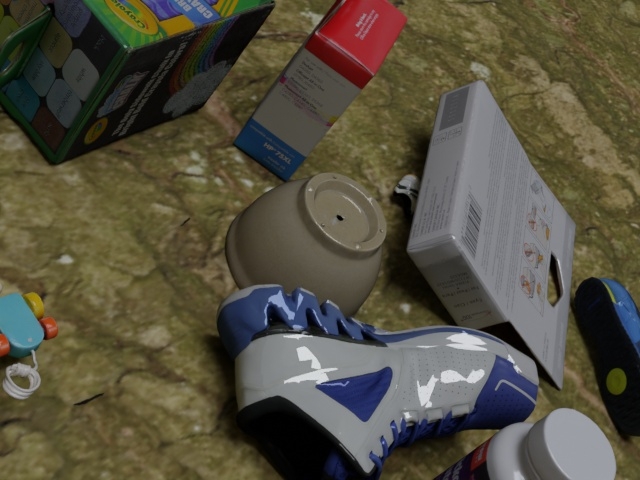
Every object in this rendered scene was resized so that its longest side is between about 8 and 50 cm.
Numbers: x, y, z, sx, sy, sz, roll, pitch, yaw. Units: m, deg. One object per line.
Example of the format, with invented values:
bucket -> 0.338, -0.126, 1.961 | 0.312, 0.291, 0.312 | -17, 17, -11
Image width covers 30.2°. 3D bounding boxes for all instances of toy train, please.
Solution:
toy train -> -0.301, 0.071, 0.962 | 0.166, 0.046, 0.125 | 27, 45, -13

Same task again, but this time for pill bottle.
pill bottle -> 0.175, 0.232, 1.081 | 0.108, 0.193, 0.108 | 21, 45, -23

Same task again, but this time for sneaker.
sneaker -> 0.047, 0.169, 1.105 | 0.315, 0.127, 0.182 | 14, 52, -20
sneaker -> 0.371, 0.137, 1.413 | 0.082, 0.069, 0.209 | 15, 48, -33
sneaker -> 0.117, -0.037, 1.394 | 0.037, 0.032, 0.083 | -41, 94, -20

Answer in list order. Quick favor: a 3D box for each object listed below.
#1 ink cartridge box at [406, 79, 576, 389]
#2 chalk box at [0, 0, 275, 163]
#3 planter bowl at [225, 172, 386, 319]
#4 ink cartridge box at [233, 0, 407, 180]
ink cartridge box -> 0.212, -0.004, 1.410 | 0.261, 0.066, 0.296 | 52, 35, -29
chalk box -> -0.223, -0.210, 1.156 | 0.179, 0.180, 0.289 | 51, 40, 9
planter bowl -> 0.000, 0.000, 1.206 | 0.162, 0.109, 0.162 | 21, 46, -24
ink cartridge box -> 0.011, -0.187, 1.279 | 0.078, 0.231, 0.134 | 36, 42, -7
